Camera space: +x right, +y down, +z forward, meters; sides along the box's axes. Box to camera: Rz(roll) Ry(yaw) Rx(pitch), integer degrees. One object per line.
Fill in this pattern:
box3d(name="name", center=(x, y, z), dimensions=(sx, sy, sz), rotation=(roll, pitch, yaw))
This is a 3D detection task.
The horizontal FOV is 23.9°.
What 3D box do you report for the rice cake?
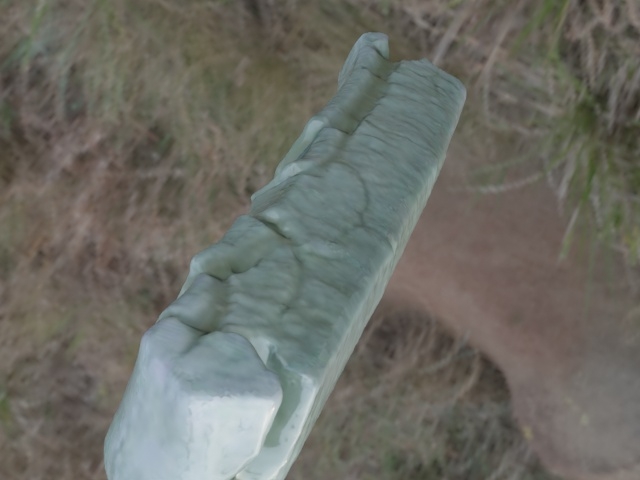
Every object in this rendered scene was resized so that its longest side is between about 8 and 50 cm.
box3d(name="rice cake", center=(0.000, 0.000, 0.566), dimensions=(0.063, 0.336, 0.066), rotation=(23, 116, 3))
